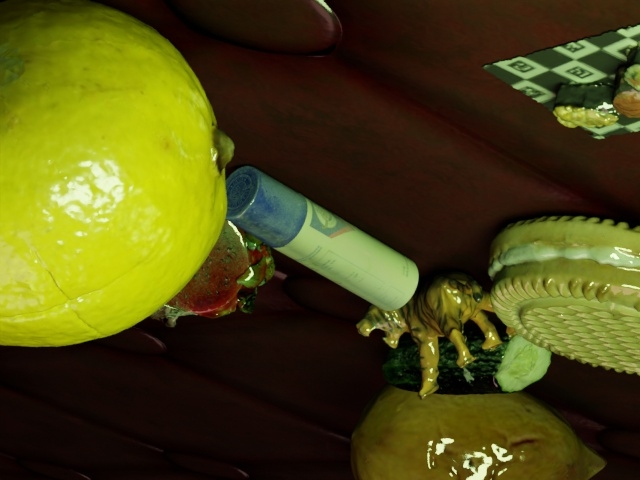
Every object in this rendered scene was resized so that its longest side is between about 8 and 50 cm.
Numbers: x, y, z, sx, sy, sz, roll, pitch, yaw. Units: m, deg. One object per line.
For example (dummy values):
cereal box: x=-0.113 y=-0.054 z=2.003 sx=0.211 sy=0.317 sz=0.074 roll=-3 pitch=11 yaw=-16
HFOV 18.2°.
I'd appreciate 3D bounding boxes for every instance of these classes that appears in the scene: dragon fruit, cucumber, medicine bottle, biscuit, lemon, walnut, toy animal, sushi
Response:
dragon fruit: x=-0.116 y=0.021 z=1.981 sx=0.138 sy=0.142 sz=0.175 roll=-33 pitch=164 yaw=20
cucumber: x=0.152 y=0.133 z=2.180 sx=0.074 sy=0.074 sz=0.241 roll=26 pitch=161 yaw=-30
medicine bottle: x=0.000 y=0.000 z=1.919 sx=0.059 sy=0.059 sz=0.231 roll=-4 pitch=154 yaw=45
biscuit: x=0.273 y=0.055 z=1.836 sx=0.259 sy=0.079 sz=0.259 roll=13 pitch=161 yaw=4
lemon: x=-0.224 y=-0.053 z=1.581 sx=0.297 sy=0.297 sz=0.297 roll=13 pitch=162 yaw=4
walnut: x=0.182 y=0.250 z=2.304 sx=0.298 sy=0.203 sz=0.203 roll=2 pitch=160 yaw=5
toy animal: x=0.132 y=0.066 z=1.976 sx=0.116 sy=0.114 sz=0.255 roll=55 pitch=160 yaw=6
sushi: x=0.225 y=-0.104 z=1.482 sx=0.139 sy=0.031 sz=0.201 roll=26 pitch=159 yaw=-31

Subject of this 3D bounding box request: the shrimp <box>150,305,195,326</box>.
shrimp: x=-0.173 y=0.056 z=2.215 sx=0.073 sy=0.074 sz=0.190 roll=-17 pitch=154 yaw=-5
